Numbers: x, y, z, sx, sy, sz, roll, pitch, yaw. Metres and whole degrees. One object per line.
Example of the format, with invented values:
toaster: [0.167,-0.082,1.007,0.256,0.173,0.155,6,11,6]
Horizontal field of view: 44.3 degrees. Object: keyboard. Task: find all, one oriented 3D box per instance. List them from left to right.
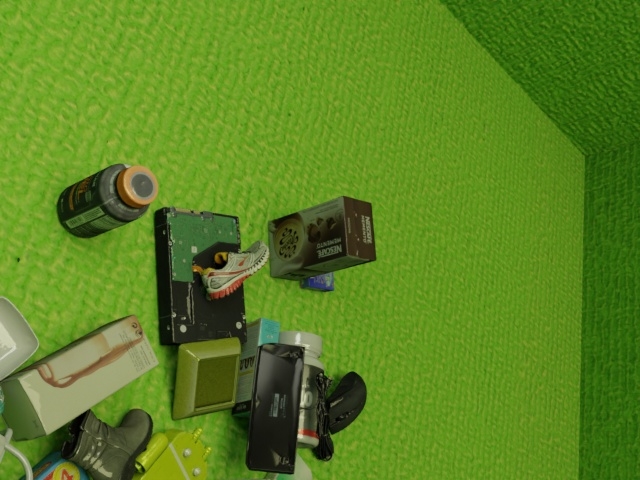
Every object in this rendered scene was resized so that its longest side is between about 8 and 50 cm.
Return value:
keyboard: [-0.073,0.413,1.939,0.201,0.033,0.317,9,68,-9]

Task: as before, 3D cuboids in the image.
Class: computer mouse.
computer mouse: [0.070,0.479,2.213,0.272,0.072,0.188,-47,137,-49]

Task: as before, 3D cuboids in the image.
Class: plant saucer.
plant saucer: [-0.263,0.338,1.903,0.188,0.045,0.188,-1,99,-48]

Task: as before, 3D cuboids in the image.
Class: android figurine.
android figurine: [-0.341,0.540,1.764,0.273,0.056,0.248,-46,128,-44]

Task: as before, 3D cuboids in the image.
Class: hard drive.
hard drive: [-0.301,0.094,1.975,0.237,0.064,0.339,7,74,-46]

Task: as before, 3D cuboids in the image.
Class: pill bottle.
pill bottle: [-0.460,-0.092,1.723,0.130,0.246,0.130,18,65,-43]
pill bottle: [-0.073,0.389,2.053,0.161,0.161,0.283,25,60,-40]

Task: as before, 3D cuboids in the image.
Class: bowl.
bowl: [-0.655,0.199,1.565,0.142,0.053,0.142,-47,113,-45]

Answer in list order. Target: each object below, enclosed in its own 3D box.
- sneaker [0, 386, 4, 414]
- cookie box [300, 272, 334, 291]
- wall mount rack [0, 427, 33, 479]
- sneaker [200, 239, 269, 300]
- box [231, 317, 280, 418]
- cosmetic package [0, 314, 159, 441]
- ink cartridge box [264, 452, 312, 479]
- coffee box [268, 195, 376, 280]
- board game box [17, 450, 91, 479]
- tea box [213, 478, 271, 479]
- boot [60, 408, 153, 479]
sneaker: [-0.658,0.264,1.479,0.076,0.065,0.166,-29,94,-11]
cookie box: [-0.011,0.100,2.304,0.107,0.040,0.092,13,68,-45]
wall mount rack: [-0.689,0.407,1.362,0.350,0.130,0.304,46,27,-27]
sneaker: [-0.211,0.056,1.972,0.225,0.088,0.092,-42,108,-46]
box: [-0.164,0.328,2.013,0.060,0.100,0.244,19,64,-29]
cosmetic package: [-0.506,0.280,1.629,0.296,0.153,0.129,-32,100,-49]
ink cartridge box: [-0.067,0.689,2.048,0.224,0.056,0.181,55,45,-18]
coffee box: [0.000,0.000,2.154,0.119,0.297,0.168,11,70,-45]
board game box: [-0.538,0.627,1.530,0.308,0.086,0.302,-43,110,-45]
tea box: [-0.159,0.777,1.793,0.329,0.220,0.323,52,45,-22]
boot: [-0.443,0.401,1.646,0.161,0.083,0.246,55,18,-22]
